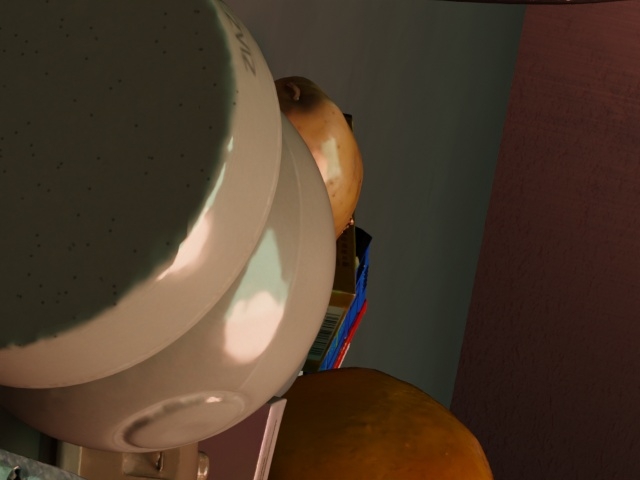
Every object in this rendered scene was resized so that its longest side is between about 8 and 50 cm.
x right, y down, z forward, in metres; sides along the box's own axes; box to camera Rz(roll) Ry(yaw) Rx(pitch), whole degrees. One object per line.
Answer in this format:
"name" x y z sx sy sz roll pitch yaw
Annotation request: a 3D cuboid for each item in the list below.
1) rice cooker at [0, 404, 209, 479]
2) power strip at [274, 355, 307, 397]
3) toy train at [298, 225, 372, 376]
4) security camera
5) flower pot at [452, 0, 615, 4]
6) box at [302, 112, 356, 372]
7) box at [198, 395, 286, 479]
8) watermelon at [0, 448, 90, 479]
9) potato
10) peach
"rice cooker" -0.127 0.148 0.835 0.145 0.127 0.206 136 -37 -66
"power strip" -0.070 0.037 1.048 0.044 0.137 0.216 -46 153 -40
"toy train" -0.018 0.082 1.469 0.204 0.083 0.131 -63 163 -55
"security camera" -0.086 -0.008 0.721 0.236 0.194 0.194 48 55 -66
"flower pot" 0.087 -0.325 1.018 0.293 0.294 0.330 -44 141 -69
"box" 0.000 0.000 1.378 0.121 0.030 0.193 114 -19 -50
"box" -0.101 0.149 1.029 0.051 0.129 0.130 7 97 -80
"watermelon" -0.166 0.173 0.599 0.322 0.188 0.175 66 31 -65
"potato" -0.022 -0.045 1.239 0.178 0.109 0.118 101 -12 -46
"peach" 0.004 0.239 1.199 0.308 0.289 0.289 -19 123 -55
